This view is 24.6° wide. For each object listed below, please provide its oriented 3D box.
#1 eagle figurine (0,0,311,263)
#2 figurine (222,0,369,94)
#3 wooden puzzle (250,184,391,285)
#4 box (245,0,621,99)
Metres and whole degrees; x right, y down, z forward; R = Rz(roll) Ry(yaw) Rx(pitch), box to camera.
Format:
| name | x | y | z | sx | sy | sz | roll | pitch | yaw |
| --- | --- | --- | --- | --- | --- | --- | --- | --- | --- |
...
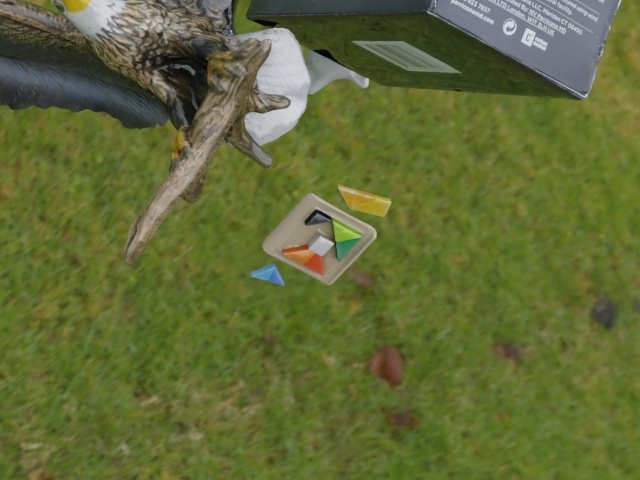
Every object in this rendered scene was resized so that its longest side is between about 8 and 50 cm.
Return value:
| name | x | y | z | sx | sy | sz | roll | pitch | yaw |
| --- | --- | --- | --- | --- | --- | --- | --- | --- | --- |
| eagle figurine | -0.162 | -0.171 | 1.110 | 0.226 | 0.225 | 0.298 | -37 | 61 | -25 |
| figurine | -0.040 | -0.255 | 1.566 | 0.092 | 0.215 | 0.209 | 26 | 66 | -71 |
| wooden puzzle | 0.000 | 0.000 | 1.199 | 0.079 | 0.116 | 0.014 | 23 | 30 | -24 |
| box | 0.126 | -0.308 | 1.313 | 0.179 | 0.343 | 0.312 | 24 | 85 | -29 |
